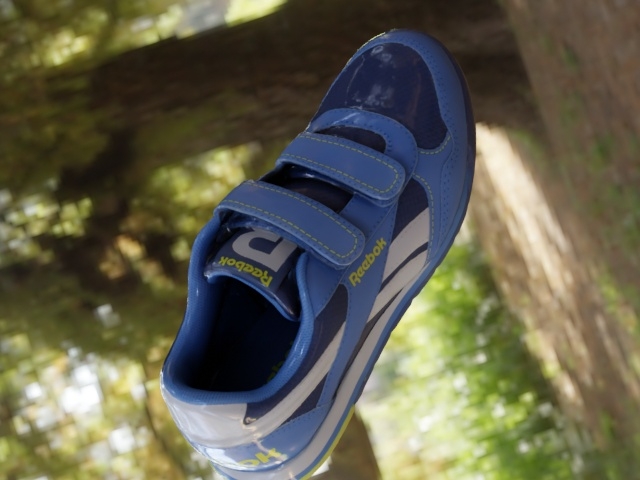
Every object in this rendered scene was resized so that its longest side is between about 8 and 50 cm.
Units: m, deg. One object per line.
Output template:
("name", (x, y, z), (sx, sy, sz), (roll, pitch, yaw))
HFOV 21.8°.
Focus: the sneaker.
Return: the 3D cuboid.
("sneaker", (0.000, 0.000, 0.473), (0.059, 0.053, 0.144), (42, -111, -57))
